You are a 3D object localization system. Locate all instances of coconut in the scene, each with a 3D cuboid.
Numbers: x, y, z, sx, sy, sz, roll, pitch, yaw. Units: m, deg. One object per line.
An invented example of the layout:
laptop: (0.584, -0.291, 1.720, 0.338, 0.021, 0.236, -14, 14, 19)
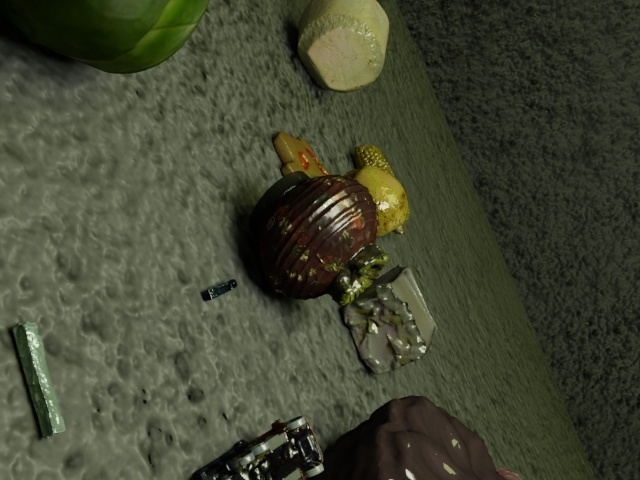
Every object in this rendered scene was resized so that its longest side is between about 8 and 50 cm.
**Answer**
coconut: (0.059, -0.524, 1.834, 0.239, 0.239, 0.244, 50, 29, -34)

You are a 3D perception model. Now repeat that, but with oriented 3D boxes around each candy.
candy: (0.146, 0.159, 1.495, 0.184, 0.137, 0.195, 64, 22, -6)

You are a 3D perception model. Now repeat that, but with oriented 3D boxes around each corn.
corn: (0.161, -0.133, 1.860, 0.097, 0.097, 0.261, 1, 64, -65)

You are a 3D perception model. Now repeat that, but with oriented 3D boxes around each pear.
pear: (0.111, -0.086, 1.618, 0.178, 0.178, 0.178, 47, 30, -38)

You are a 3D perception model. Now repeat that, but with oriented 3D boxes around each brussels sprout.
brussels sprout: (-0.281, -0.376, 0.898, 0.276, 0.314, 0.371, 1, 27, -38)

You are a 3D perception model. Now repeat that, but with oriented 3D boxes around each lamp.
lamp: (0.000, 0.000, 1.216, 0.247, 0.247, 0.247, 47, 30, -38)

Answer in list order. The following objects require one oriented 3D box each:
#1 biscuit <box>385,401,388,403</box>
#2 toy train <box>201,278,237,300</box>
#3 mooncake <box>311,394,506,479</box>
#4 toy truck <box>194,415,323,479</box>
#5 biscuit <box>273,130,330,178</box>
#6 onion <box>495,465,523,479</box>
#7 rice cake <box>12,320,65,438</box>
biscuit: (0.212, 0.417, 1.436, 0.203, 0.016, 0.144, 58, -19, -13)
toy train: (-0.152, 0.075, 1.084, 0.017, 0.017, 0.083, 68, 24, -1)
mooncake: (0.168, 0.433, 1.126, 0.381, 0.212, 0.350, 31, 31, -35)
toy truck: (-0.080, 0.302, 0.939, 0.192, 0.092, 0.083, -15, 82, -59)
biscuit: (-0.024, -0.122, 1.519, 0.212, 0.041, 0.238, 40, 34, -50)
onion: (0.453, 0.691, 1.630, 0.348, 0.159, 0.267, 61, 27, -10)
rice cake: (-0.287, 0.141, 0.726, 0.022, 0.022, 0.121, 15, 54, -74)
